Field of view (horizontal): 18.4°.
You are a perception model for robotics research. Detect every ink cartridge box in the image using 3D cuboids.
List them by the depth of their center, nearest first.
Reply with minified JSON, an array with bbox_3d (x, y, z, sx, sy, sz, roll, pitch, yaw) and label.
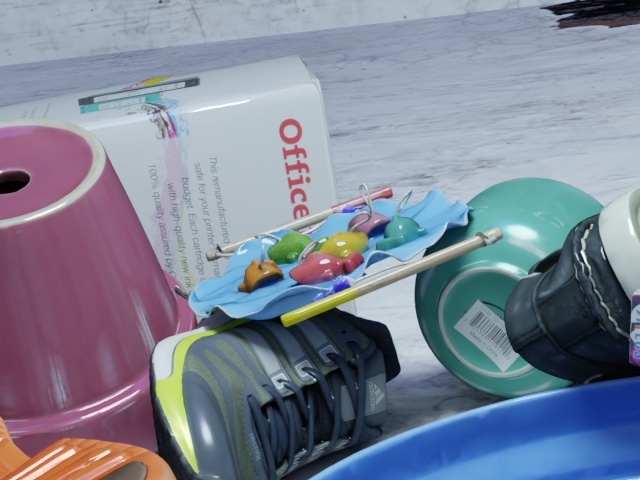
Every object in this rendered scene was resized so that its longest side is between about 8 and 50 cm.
[{"bbox_3d":[-0.122,-0.014,1.488,0.270,0.198,0.197,-10,13,-2],"label":"ink cartridge box"}]

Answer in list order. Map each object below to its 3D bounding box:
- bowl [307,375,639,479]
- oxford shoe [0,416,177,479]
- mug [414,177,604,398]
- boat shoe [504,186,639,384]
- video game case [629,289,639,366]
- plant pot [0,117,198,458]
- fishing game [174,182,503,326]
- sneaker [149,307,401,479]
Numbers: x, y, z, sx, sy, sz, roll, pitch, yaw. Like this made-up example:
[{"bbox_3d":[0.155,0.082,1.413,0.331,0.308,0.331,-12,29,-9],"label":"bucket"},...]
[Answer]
[{"bbox_3d":[0.154,0.152,0.850,0.391,0.077,0.391,-10,13,2],"label":"bowl"},{"bbox_3d":[-0.167,0.166,0.931,0.130,0.132,0.364,-29,17,-27],"label":"oxford shoe"},{"bbox_3d":[0.137,0.034,1.243,0.158,0.129,0.097,-3,18,26],"label":"mug"},{"bbox_3d":[0.206,0.042,1.148,0.113,0.127,0.340,-33,-12,24],"label":"boat shoe"},{"bbox_3d":[0.296,0.045,0.930,0.210,0.042,0.232,7,8,41],"label":"video game case"},{"bbox_3d":[-0.184,0.030,1.263,0.201,0.180,0.201,-6,33,4],"label":"plant pot"},{"bbox_3d":[0.000,0.000,1.218,0.189,0.041,0.264,-20,12,-6],"label":"fishing game"},{"bbox_3d":[-0.024,0.093,1.175,0.121,0.111,0.300,-4,16,11],"label":"sneaker"}]
